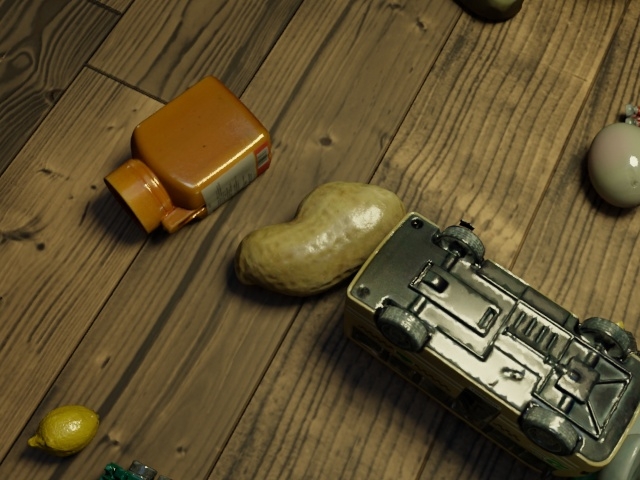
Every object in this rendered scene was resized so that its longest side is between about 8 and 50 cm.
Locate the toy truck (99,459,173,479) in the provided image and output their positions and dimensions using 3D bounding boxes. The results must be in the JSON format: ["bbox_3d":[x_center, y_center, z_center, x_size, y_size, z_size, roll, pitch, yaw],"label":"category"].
[{"bbox_3d":[-0.187,0.350,0.892,0.215,0.116,0.110,23,70,7],"label":"toy truck"}]

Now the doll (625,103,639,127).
[{"bbox_3d":[0.570,-0.205,1.165,0.180,0.079,0.094,-10,98,1],"label":"doll"}]

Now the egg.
[{"bbox_3d":[0.456,-0.114,1.104,0.103,0.103,0.135,-1,66,-3],"label":"egg"}]

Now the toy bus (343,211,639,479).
[{"bbox_3d":[0.214,0.139,0.948,0.365,0.202,0.177,35,65,14],"label":"toy bus"}]

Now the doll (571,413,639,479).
[{"bbox_3d":[0.383,0.350,0.917,0.153,0.195,0.258,19,95,40],"label":"doll"}]

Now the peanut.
[{"bbox_3d":[0.000,0.000,1.036,0.253,0.122,0.137,-31,64,-9],"label":"peanut"}]

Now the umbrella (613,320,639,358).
[{"bbox_3d":[0.436,0.182,1.024,0.040,0.037,0.144,-15,73,6],"label":"umbrella"}]

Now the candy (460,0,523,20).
[{"bbox_3d":[0.252,-0.473,1.233,0.102,0.104,0.234,-35,74,-13],"label":"candy"}]

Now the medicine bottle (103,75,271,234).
[{"bbox_3d":[-0.195,-0.115,1.073,0.222,0.112,0.149,-39,76,-15],"label":"medicine bottle"}]

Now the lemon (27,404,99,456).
[{"bbox_3d":[-0.332,0.248,0.954,0.092,0.065,0.065,-21,71,-20],"label":"lemon"}]
